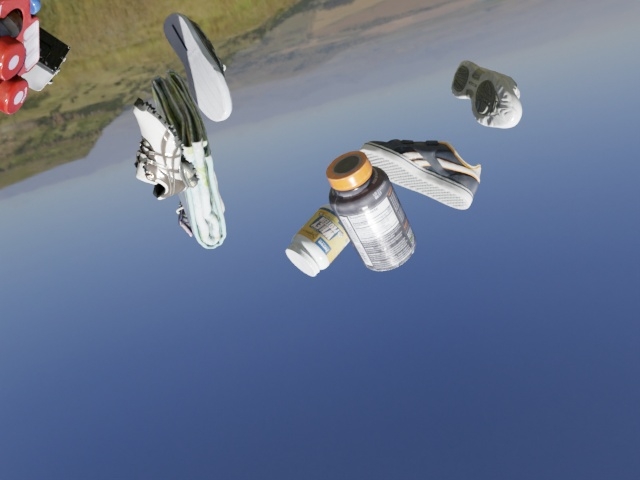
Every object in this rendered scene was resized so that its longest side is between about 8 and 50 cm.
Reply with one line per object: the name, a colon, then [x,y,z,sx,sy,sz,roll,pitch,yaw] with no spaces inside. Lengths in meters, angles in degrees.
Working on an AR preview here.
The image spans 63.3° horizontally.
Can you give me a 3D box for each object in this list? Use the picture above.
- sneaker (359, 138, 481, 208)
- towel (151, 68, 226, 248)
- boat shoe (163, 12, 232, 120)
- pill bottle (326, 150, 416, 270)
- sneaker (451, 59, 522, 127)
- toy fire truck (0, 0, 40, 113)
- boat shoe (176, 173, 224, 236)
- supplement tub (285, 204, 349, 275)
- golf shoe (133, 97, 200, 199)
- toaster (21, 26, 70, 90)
sneaker: [0.266,-0.204,1.375,0.321,0.127,0.126,27,166,9]
towel: [-0.339,-0.203,1.349,0.090,0.374,0.321,-16,-124,-17]
boat shoe: [-0.336,-0.519,1.542,0.121,0.335,0.119,-22,-175,33]
pill bottle: [0.099,-0.062,1.061,0.130,0.246,0.130,-19,-142,16]
sneaker: [0.345,-0.283,1.001,0.115,0.090,0.232,6,-143,-14]
toy fire truck: [-0.775,-0.482,1.263,0.302,0.169,0.254,-47,-160,53]
boat shoe: [-0.427,-0.144,1.753,0.127,0.341,0.158,14,-122,21]
supplement tub: [0.000,0.000,1.641,0.200,0.144,0.144,-48,-151,-19]
golf shoe: [-0.280,-0.145,0.885,0.094,0.198,0.077,-37,-129,-16]
toaster: [-0.878,-0.568,1.567,0.110,0.185,0.168,-36,-141,31]
